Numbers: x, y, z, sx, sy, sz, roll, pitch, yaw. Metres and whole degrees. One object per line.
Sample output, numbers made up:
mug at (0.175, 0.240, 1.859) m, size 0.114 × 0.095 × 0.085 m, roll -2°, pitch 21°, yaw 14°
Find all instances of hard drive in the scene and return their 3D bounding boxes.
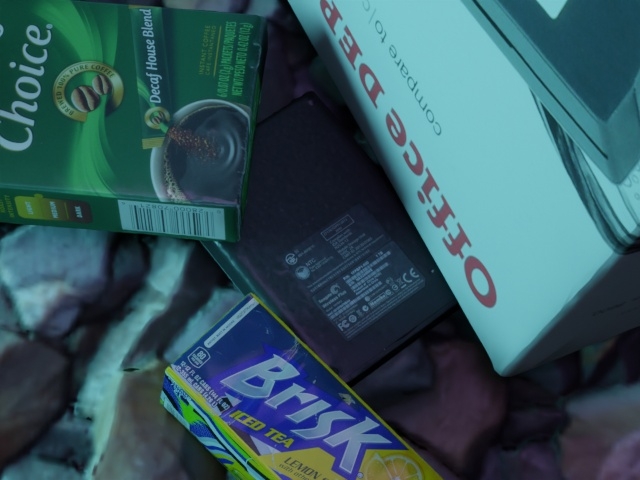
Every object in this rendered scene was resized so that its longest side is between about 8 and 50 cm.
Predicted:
hard drive at (0.000, 0.000, 0.841) m, size 0.094 × 0.022 × 0.135 m, roll -34°, pitch 76°, yaw -20°

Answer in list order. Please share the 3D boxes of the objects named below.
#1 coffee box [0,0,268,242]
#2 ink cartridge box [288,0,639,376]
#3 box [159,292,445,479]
coffee box at (-0.123, -0.062, 0.822) m, size 0.184 × 0.040 × 0.113 m, roll 6°, pitch 63°, yaw 2°
ink cartridge box at (0.138, -0.155, 0.716) m, size 0.166 × 0.395 × 0.285 m, roll -20°, pitch 71°, yaw -24°
box at (0.004, 0.107, 0.779) m, size 0.169 × 0.054 × 0.059 m, roll 44°, pitch 68°, yaw 10°
